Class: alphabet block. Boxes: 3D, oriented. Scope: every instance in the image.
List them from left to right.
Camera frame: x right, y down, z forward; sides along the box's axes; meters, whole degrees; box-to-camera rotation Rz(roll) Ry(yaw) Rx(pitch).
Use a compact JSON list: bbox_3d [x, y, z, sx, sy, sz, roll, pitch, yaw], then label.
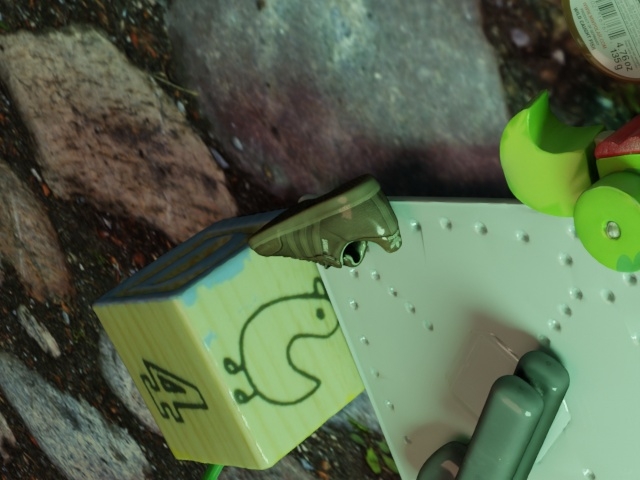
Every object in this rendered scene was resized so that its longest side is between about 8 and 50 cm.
[{"bbox_3d":[-0.084,0.099,1.264,0.193,0.192,0.197,-7,114,56],"label":"alphabet block"}]

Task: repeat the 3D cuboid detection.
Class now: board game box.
[{"bbox_3d":[0.178,0.128,1.084,0.390,0.050,0.390,4,122,51],"label":"board game box"}]

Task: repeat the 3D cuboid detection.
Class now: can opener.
[{"bbox_3d":[0.134,0.190,1.080,0.095,0.076,0.283,38,142,23],"label":"can opener"}]

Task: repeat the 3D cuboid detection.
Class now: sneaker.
[{"bbox_3d":[0.000,0.000,1.090,0.071,0.066,0.188,58,147,-6],"label":"sneaker"}]

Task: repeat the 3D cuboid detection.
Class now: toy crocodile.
[{"bbox_3d":[0.267,-0.039,0.765,0.340,0.115,0.105,12,127,47],"label":"toy crocodile"}]

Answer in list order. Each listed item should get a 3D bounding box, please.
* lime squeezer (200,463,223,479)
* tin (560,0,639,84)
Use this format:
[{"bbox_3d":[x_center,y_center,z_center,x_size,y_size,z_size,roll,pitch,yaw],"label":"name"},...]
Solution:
[{"bbox_3d":[-0.125,0.211,1.504,0.059,0.110,0.310,54,-178,-30],"label":"lime squeezer"},{"bbox_3d":[0.234,-0.158,0.775,0.189,0.040,0.106,-11,115,54],"label":"tin"}]
